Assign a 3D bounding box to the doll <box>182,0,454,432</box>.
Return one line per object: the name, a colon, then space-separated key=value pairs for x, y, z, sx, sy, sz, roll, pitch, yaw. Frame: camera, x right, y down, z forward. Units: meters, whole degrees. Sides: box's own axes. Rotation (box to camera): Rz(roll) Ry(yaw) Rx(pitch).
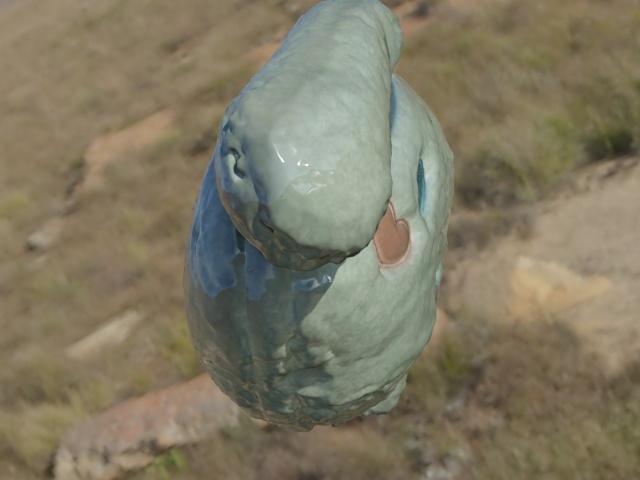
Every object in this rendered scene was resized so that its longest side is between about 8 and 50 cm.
doll: x=0.000 y=0.000 z=0.426 sx=0.071 sy=0.104 sz=0.214 roll=6 pitch=-20 yaw=9
